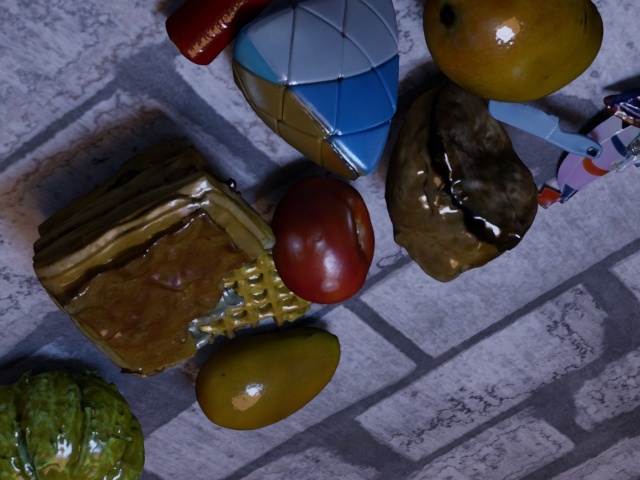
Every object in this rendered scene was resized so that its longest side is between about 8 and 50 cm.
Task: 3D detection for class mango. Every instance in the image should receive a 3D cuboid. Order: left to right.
[{"bbox_3d":[-0.087,0.233,2.260,0.254,0.139,0.175,-13,150,-20],"label":"mango"},{"bbox_3d":[0.259,-0.278,1.757,0.211,0.173,0.317,-42,151,23],"label":"mango"}]

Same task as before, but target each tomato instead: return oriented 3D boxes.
[{"bbox_3d":[0.000,0.000,1.963,0.136,0.195,0.195,-7,147,17],"label":"tomato"}]

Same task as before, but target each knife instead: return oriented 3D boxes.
[{"bbox_3d":[0.332,-0.163,1.955,0.313,0.019,0.044,13,126,-47],"label":"knife"}]

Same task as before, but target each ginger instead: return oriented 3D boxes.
[{"bbox_3d":[0.186,-0.085,1.938,0.269,0.200,0.223,49,139,-15],"label":"ginger"}]

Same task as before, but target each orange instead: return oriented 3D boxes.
[{"bbox_3d":[-0.434,0.335,2.155,0.301,0.223,0.300,-18,133,2],"label":"orange"}]

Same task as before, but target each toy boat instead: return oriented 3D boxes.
[{"bbox_3d":[0.459,-0.157,2.106,0.318,0.072,0.219,-22,148,18],"label":"toy boat"}]

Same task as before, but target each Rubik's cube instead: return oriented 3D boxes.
[{"bbox_3d":[0.001,-0.222,1.732,0.254,0.254,0.254,-13,143,-10],"label":"Rubik's cube"}]

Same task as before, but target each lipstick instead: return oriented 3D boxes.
[{"bbox_3d":[-0.084,-0.311,1.617,0.241,0.080,0.080,-40,140,23],"label":"lipstick"}]

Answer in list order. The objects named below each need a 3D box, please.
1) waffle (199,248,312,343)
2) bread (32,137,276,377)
[{"bbox_3d":[-0.114,0.078,2.121,0.291,0.051,0.291,-11,141,-9],"label":"waffle"},{"bbox_3d":[-0.221,0.018,1.882,0.314,0.191,0.370,-30,148,5],"label":"bread"}]
